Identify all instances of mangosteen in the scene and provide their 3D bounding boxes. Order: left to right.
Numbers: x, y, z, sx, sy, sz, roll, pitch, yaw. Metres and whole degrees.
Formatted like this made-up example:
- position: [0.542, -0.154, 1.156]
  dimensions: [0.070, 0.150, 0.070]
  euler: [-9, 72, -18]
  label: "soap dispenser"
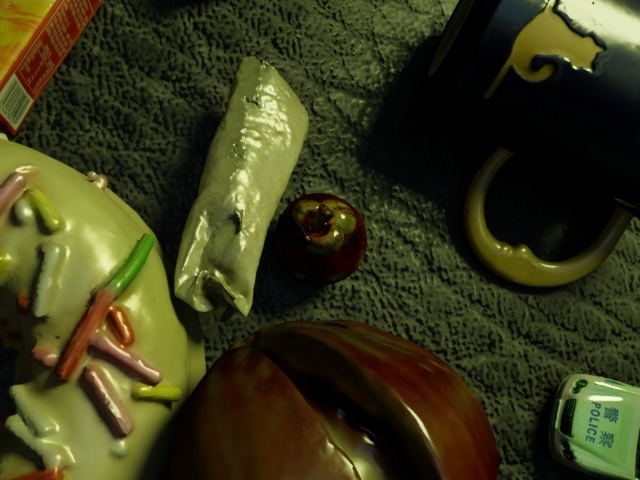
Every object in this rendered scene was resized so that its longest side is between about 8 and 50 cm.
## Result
- position: [0.000, 0.000, 0.502]
  dimensions: [0.080, 0.081, 0.081]
  euler: [2, 80, -10]
  label: "mangosteen"

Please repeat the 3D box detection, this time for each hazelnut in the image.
- position: [0.008, 0.154, 0.411]
  dimensions: [0.251, 0.217, 0.217]
  euler: [-16, 82, -43]
  label: "hazelnut"

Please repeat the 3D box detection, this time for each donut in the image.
- position: [-0.255, 0.068, 0.402]
  dimensions: [0.370, 0.150, 0.308]
  euler: [20, 73, -8]
  label: "donut"

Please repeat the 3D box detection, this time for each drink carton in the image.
- position: [-0.250, -0.208, 0.495]
  dimensions: [0.096, 0.071, 0.223]
  euler: [27, 76, -4]
  label: "drink carton"

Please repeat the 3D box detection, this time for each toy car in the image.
- position: [0.318, 0.186, 0.531]
  dimensions: [0.224, 0.076, 0.090]
  euler: [18, 79, -8]
  label: "toy car"

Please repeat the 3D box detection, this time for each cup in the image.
- position: [0.217, -0.102, 0.513]
  dimensions: [0.256, 0.178, 0.255]
  euler: [24, 75, -3]
  label: "cup"

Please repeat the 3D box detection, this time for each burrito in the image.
- position: [-0.063, -0.039, 0.479]
  dimensions: [0.087, 0.060, 0.226]
  euler: [39, 52, -37]
  label: "burrito"
